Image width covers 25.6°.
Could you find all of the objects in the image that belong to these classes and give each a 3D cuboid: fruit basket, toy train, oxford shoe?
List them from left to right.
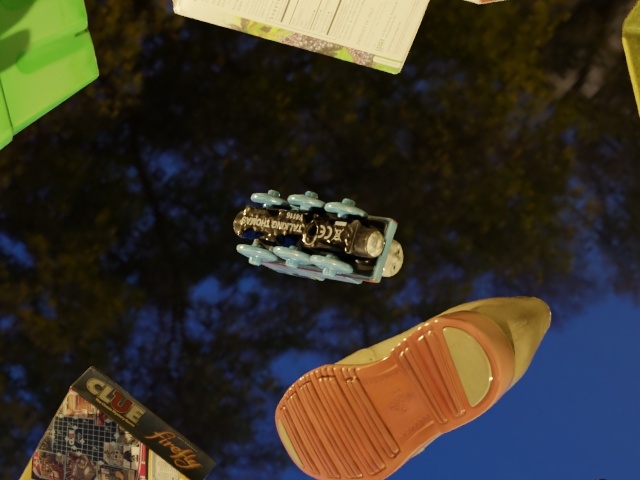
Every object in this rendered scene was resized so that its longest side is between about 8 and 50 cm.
[{"bbox_3d":[-0.478,-0.288,1.602,0.392,0.392,0.283,20,-167,-41],"label":"fruit basket"},{"bbox_3d":[0.000,0.000,1.389,0.184,0.080,0.105,8,168,40],"label":"toy train"},{"bbox_3d":[0.100,0.167,1.554,0.146,0.397,0.140,-25,-92,-43],"label":"oxford shoe"}]

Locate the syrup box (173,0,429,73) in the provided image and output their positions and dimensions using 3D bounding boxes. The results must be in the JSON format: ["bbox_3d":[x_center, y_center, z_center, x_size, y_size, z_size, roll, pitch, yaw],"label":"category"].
[{"bbox_3d":[-0.022,-0.251,1.372,0.237,0.096,0.093,12,-147,-16],"label":"syrup box"}]

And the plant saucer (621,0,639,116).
[{"bbox_3d":[0.276,-0.132,0.947,0.045,0.188,0.188,6,-124,-14],"label":"plant saucer"}]

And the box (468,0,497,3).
[{"bbox_3d":[0.143,-0.268,1.131,0.091,0.130,0.170,22,-154,31],"label":"box"}]

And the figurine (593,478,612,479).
[{"bbox_3d":[0.312,0.344,1.500,0.215,0.209,0.092,8,-132,-30],"label":"figurine"}]

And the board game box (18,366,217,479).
[{"bbox_3d":[-0.229,0.261,1.494,0.165,0.243,0.042,37,-139,3],"label":"board game box"}]
